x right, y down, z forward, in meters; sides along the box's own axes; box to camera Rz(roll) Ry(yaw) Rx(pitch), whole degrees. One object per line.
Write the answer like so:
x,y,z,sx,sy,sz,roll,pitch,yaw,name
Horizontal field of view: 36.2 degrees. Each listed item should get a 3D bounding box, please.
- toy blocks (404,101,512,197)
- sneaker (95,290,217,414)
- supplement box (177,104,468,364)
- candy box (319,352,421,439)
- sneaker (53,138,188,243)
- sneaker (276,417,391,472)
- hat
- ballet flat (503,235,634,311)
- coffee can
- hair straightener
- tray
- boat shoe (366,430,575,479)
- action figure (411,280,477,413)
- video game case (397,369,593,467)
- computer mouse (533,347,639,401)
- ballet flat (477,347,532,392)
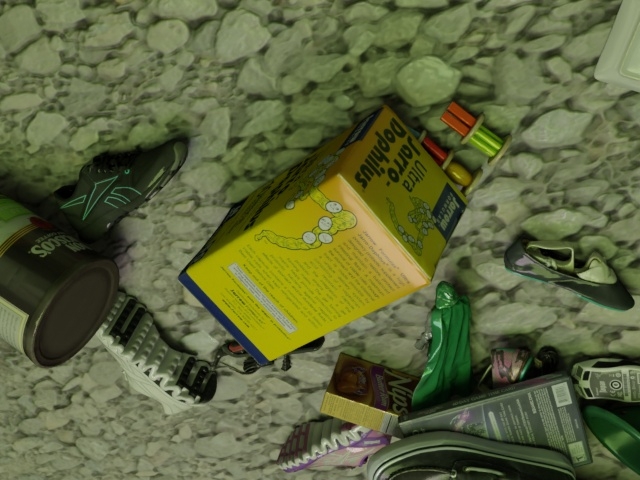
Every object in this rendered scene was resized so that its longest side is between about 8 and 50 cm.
0.177,-0.144,1.389,0.148,0.054,0.123,34,124,-5,toy blocks
-0.322,0.203,1.722,0.292,0.110,0.118,46,131,-12,sneaker
0.000,0.000,1.412,0.357,0.194,0.195,-30,108,39,supplement box
0.104,0.263,1.625,0.187,0.109,0.053,18,124,4,candy box
-0.320,-0.091,1.541,0.267,0.101,0.106,-33,105,30,sneaker
0.029,0.366,1.724,0.236,0.095,0.104,-30,116,28,sneaker
0.552,0.273,1.545,0.208,0.183,0.173,40,166,25,hat
0.372,0.043,1.437,0.203,0.074,0.074,20,124,7,ballet flat
-0.496,0.051,1.578,0.275,0.201,0.201,30,125,16,coffee can
-0.090,0.201,1.680,0.230,0.047,0.089,-21,112,26,hair straightener
0.504,-0.229,1.256,0.270,0.030,0.145,18,125,5,tray
0.242,0.378,1.512,0.335,0.119,0.121,2,123,-4,boat shoe
0.194,0.159,1.538,0.063,0.137,0.232,37,139,40,action figure
0.281,0.318,1.561,0.274,0.026,0.196,-17,122,9,video game case
0.434,0.217,1.542,0.193,0.042,0.106,0,116,23,computer mouse
0.292,0.258,1.591,0.079,0.077,0.221,19,129,26,ballet flat
